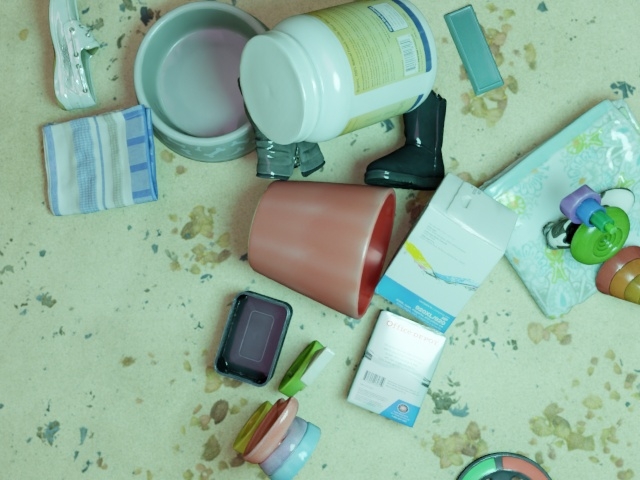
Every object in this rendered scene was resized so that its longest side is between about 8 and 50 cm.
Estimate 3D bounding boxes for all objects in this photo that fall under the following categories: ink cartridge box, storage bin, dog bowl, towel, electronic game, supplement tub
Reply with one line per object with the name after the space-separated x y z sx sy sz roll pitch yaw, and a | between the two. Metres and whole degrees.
0.158 0.262 1.602 0.148 0.086 0.203 22 88 3 | ink cartridge box
0.248 0.022 1.517 0.168 0.171 0.233 32 125 4 | ink cartridge box
-0.140 0.205 1.620 0.122 0.084 0.180 17 88 3 | storage bin
-0.237 -0.346 1.639 0.348 0.102 0.349 0 88 2 | dog bowl
0.538 -0.068 1.578 0.374 0.090 0.321 -35 94 1 | towel
0.384 0.556 1.599 0.229 0.048 0.230 0 88 3 | electronic game
-0.471 -0.167 1.625 0.284 0.034 0.209 -6 89 25 | towel
0.034 -0.311 1.408 0.316 0.228 0.228 -24 86 -33 | supplement tub

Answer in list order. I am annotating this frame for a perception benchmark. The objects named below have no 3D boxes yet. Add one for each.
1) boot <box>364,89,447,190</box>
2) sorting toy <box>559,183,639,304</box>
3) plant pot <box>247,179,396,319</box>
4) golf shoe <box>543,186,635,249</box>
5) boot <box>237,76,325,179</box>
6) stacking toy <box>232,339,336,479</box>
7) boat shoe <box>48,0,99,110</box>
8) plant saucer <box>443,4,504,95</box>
0.175 -0.210 1.565 0.094 0.246 0.207 -3 88 43 | boot
0.560 0.033 1.426 0.127 0.365 0.126 -42 43 7 | sorting toy
0.000 0.000 1.547 0.243 0.275 0.275 14 88 12 | plant pot
0.536 -0.036 1.494 0.198 0.094 0.077 -32 97 -1 | golf shoe
-0.019 -0.261 1.597 0.338 0.118 0.223 -23 112 -31 | boot
-0.033 0.348 1.520 0.130 0.309 0.280 38 79 -4 | stacking toy
-0.524 -0.422 1.661 0.096 0.098 0.277 -3 97 2 | boat shoe
0.332 -0.413 1.658 0.067 0.018 0.192 -22 86 1 | plant saucer
